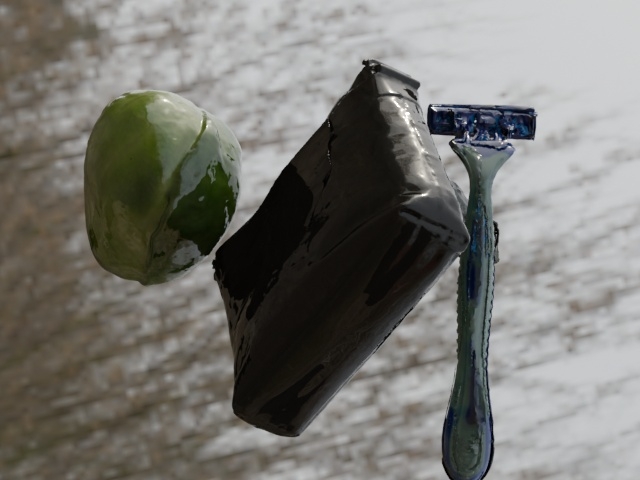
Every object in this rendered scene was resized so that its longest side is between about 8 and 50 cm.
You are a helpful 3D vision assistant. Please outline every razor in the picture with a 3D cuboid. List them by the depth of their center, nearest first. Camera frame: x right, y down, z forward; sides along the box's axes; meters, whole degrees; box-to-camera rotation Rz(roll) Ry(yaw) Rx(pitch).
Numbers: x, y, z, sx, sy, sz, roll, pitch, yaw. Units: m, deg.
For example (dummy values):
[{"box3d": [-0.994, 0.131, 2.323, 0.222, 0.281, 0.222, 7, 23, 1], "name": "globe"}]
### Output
[{"box3d": [0.124, 0.037, 1.531, 0.056, 0.093, 0.324, 79, 15, -73], "name": "razor"}]

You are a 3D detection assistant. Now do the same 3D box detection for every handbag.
[{"box3d": [0.000, 0.000, 1.460, 0.247, 0.080, 0.223, -50, -148, 24], "name": "handbag"}]

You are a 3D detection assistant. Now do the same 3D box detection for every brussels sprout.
[{"box3d": [-0.135, -0.055, 1.597, 0.145, 0.131, 0.183, 113, -22, -57], "name": "brussels sprout"}]

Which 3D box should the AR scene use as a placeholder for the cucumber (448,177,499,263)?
[{"box3d": [0.105, -0.032, 1.716, 0.053, 0.181, 0.053, -24, -131, 30], "name": "cucumber"}]
